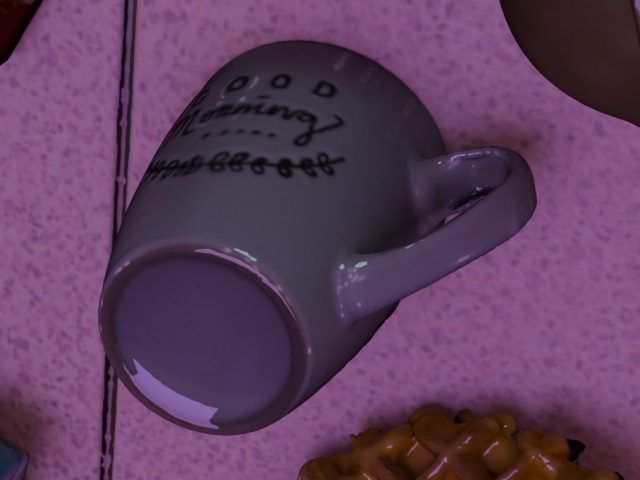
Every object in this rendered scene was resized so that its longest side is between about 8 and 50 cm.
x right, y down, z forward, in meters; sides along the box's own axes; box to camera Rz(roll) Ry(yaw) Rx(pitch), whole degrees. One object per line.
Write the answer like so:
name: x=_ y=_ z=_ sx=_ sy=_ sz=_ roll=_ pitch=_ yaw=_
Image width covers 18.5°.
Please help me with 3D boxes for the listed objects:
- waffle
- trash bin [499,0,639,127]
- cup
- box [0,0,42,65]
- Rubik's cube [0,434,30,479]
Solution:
waffle: x=0.081 y=0.257 z=1.318 sx=0.329 sy=0.062 sz=0.329 roll=-8 pitch=74 yaw=27
trash bin: x=0.257 y=-0.169 z=1.043 sx=0.333 sy=0.214 sz=0.214 roll=-13 pitch=113 yaw=16
cup: x=0.000 y=0.000 z=1.207 sx=0.258 sy=0.234 sz=0.186 roll=-8 pitch=115 yaw=20
box: x=-0.217 y=-0.210 z=1.281 sx=0.115 sy=0.036 sz=0.177 roll=36 pitch=122 yaw=-2
Rubik's cube: x=-0.376 y=0.234 z=1.437 sx=0.224 sy=0.231 sz=0.221 roll=30 pitch=132 yaw=10
